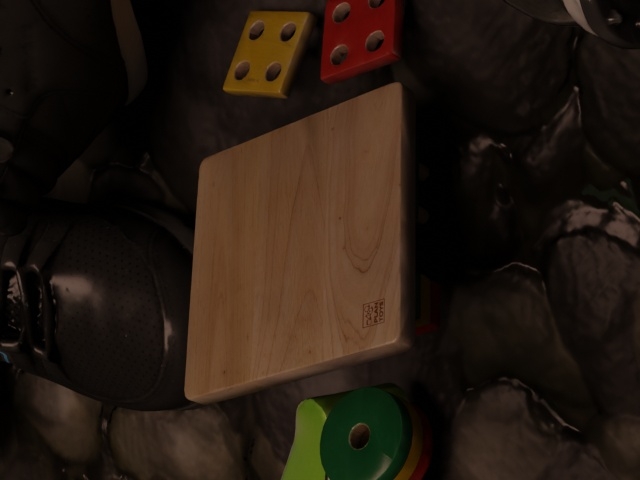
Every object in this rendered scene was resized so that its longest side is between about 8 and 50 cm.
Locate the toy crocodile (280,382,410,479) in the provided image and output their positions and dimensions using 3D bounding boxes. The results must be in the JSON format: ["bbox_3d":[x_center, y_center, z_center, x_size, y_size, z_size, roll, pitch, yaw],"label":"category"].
[{"bbox_3d":[0.003,0.237,0.777,0.105,0.115,0.340,15,110,44],"label":"toy crocodile"}]

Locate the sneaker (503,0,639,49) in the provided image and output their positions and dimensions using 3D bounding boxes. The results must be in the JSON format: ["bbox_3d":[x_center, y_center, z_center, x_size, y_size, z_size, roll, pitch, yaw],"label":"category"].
[{"bbox_3d":[0.106,-0.197,0.612,0.106,0.078,0.234,14,100,55],"label":"sneaker"}]

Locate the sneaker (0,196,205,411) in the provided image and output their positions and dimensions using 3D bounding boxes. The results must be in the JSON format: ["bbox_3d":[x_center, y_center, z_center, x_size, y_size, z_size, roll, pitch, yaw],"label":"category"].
[{"bbox_3d":[-0.197,0.029,0.885,0.341,0.140,0.125,16,107,36],"label":"sneaker"}]

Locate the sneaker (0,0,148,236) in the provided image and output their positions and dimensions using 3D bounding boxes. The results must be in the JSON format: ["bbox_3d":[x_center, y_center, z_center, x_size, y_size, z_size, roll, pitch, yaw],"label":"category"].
[{"bbox_3d":[-0.170,-0.096,0.728,0.104,0.147,0.296,26,161,16],"label":"sneaker"}]

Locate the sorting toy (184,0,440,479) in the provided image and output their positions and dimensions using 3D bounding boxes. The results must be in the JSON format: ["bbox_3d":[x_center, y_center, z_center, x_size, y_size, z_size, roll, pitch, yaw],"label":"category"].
[{"bbox_3d":[0.000,0.000,0.732,0.132,0.046,0.274,-19,58,36],"label":"sorting toy"}]
